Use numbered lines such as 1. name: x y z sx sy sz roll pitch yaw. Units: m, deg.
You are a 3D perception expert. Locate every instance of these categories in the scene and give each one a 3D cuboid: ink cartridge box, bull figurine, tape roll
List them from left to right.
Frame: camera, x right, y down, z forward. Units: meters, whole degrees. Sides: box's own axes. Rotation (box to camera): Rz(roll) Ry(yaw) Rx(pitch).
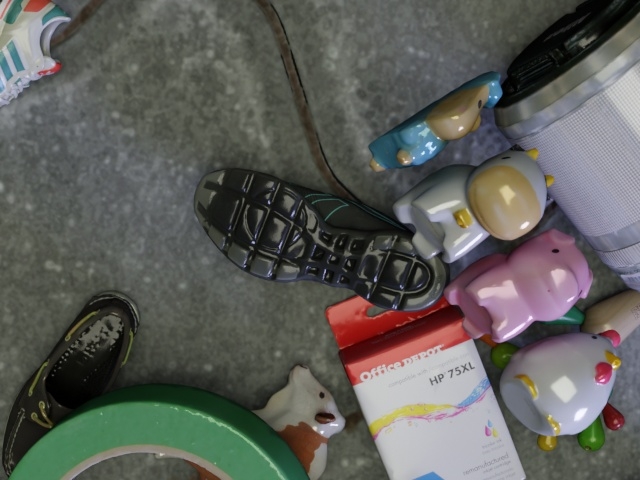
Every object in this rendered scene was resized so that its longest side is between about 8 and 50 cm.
1. tape roll: -0.157 0.304 1.420 0.321 0.077 0.321 1 99 6
2. bull figurine: -0.095 0.269 1.499 0.188 0.101 0.310 16 95 -2
3. ink cartridge box: 0.106 0.158 1.505 0.134 0.078 0.231 -23 99 -1

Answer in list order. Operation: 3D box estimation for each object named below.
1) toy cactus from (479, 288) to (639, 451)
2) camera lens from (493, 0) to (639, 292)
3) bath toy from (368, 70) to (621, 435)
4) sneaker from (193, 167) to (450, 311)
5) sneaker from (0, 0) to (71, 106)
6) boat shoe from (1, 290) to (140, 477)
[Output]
1. toy cactus: 0.262 0.108 1.507 0.180 0.112 0.219 -34 91 -8
2. camera lens: 0.319 -0.099 1.410 0.219 0.219 0.274 -39 99 2
3. bath toy: 0.187 0.022 1.365 0.129 0.151 0.348 -35 107 -20
4. sneaker: 0.000 0.000 1.466 0.267 0.106 0.101 23 103 2
5. sneaker: -0.301 -0.168 1.438 0.075 0.057 0.161 23 93 -1
6. boat shoe: -0.261 0.156 1.484 0.081 0.068 0.228 30 95 -8
